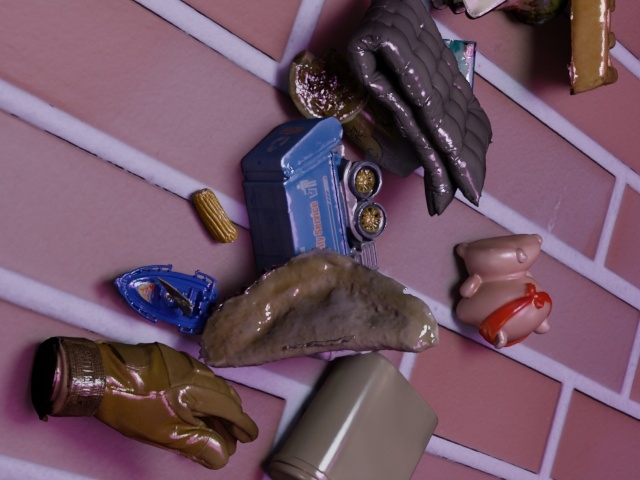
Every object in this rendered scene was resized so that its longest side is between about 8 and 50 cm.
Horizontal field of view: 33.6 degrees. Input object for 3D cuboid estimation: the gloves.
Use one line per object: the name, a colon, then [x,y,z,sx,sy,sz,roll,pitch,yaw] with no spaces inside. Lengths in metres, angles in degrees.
gloves: [-0.219,0.210,1.420,0.331,0.154,0.141,22,81,-32]

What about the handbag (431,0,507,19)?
handbag: [0.240,-0.574,1.720,0.237,0.160,0.358,-31,115,-5]

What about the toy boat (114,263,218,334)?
toy boat: [-0.201,0.076,1.450,0.175,0.110,0.091,20,82,-38]

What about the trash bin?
trash bin: [0.059,0.329,1.689,0.243,0.121,0.247,49,59,-32]

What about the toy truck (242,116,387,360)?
toy truck: [0.000,0.000,1.599,0.175,0.146,0.367,-15,100,-31]

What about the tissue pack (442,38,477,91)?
tissue pack: [0.217,-0.282,1.810,0.085,0.079,0.111,4,90,-4]

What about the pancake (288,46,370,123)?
pancake: [0.017,-0.231,1.608,0.129,0.022,0.116,-24,100,-12]

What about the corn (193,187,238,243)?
corn: [-0.153,-0.035,1.532,0.037,0.037,0.092,-42,118,-30]

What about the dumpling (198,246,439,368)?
dumpling: [-0.001,0.101,1.480,0.086,0.332,0.166,72,17,-58]

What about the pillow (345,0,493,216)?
pillow: [0.163,-0.223,1.645,0.326,0.101,0.228,58,29,-23]

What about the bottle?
bottle: [0.060,-0.203,1.675,0.270,0.083,0.083,38,69,-27]

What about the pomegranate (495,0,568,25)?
pomegranate: [0.373,-0.447,1.896,0.163,0.125,0.138,-37,128,-32]

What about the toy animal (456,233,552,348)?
toy animal: [0.330,0.091,1.883,0.171,0.171,0.197,-7,90,-40]

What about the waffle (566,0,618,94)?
waffle: [0.503,-0.444,1.948,0.304,0.077,0.348,-23,113,-70]
